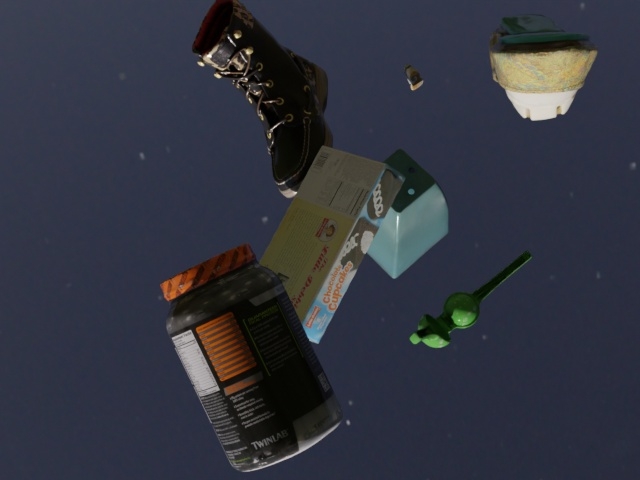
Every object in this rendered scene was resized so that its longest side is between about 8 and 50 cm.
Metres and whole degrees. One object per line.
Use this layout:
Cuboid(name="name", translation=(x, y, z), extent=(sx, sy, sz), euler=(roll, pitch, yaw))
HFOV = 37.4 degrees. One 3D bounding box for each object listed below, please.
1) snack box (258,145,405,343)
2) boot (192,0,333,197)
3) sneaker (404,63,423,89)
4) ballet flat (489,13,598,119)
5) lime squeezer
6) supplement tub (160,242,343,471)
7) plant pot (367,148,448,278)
Cuboid(name="snack box", translation=(0.000, 0.000, 1.645), extent=(0.187, 0.060, 0.321), euler=(24, -96, 51))
Cuboid(name="boot", translation=(-0.111, -0.282, 1.806), extent=(0.138, 0.284, 0.377), euler=(-28, -141, 31))
Cuboid(name="sneaker", translation=(0.203, -0.362, 2.079), extent=(0.032, 0.083, 0.037), euler=(-35, -110, -2))
Cuboid(name="ballet flat", translation=(0.260, -0.203, 1.131), extent=(0.123, 0.123, 0.348), euler=(-10, -165, 10))
Cuboid(name="lime squeezer", translation=(0.205, 0.101, 1.428), extent=(0.059, 0.109, 0.310), euler=(38, -137, 25))
Cuboid(name="supplement tub", translation=(-0.068, 0.106, 0.878), extent=(0.117, 0.190, 0.117), euler=(-25, 180, 0))
Cuboid(name="plant pot", translation=(0.155, -0.069, 1.920), extent=(0.166, 0.234, 0.165), euler=(-40, -110, -13))
